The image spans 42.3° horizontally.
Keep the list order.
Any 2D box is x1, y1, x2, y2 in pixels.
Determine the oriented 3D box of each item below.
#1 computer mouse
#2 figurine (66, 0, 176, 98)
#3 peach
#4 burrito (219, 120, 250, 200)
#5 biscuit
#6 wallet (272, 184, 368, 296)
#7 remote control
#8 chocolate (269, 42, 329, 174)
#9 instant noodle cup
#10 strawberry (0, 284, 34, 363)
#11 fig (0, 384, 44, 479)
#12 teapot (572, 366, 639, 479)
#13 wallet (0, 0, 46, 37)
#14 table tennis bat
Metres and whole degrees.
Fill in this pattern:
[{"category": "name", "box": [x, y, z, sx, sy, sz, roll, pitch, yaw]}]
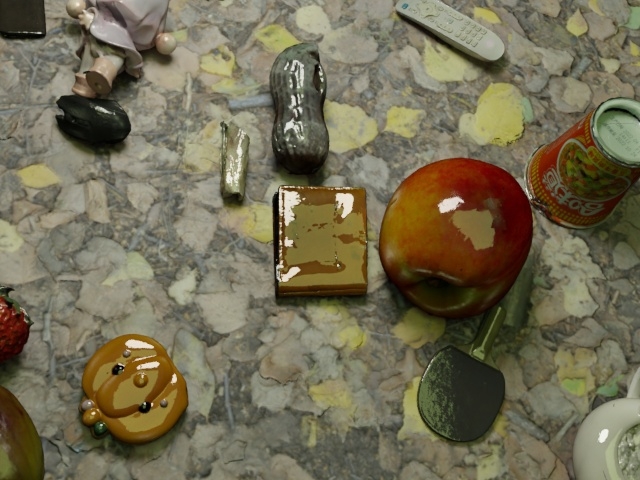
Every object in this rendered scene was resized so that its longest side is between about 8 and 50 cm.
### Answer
[{"category": "computer mouse", "box": [-0.383, -0.200, 1.378, 0.135, 0.047, 0.079, 15, 111, 3]}, {"category": "figurine", "box": [-0.348, -0.368, 1.422, 0.200, 0.133, 0.276, 19, 68, -7]}, {"category": "peach", "box": [0.237, -0.022, 1.377, 0.248, 0.245, 0.274, 36, 52, -26]}, {"category": "burrito", "box": [-0.148, -0.139, 1.420, 0.055, 0.041, 0.149, -2, 68, 3]}, {"category": "biscuit", "box": [-0.288, 0.227, 1.245, 0.170, 0.050, 0.170, 4, 68, -9]}, {"category": "wallet", "box": [0.001, 0.001, 1.398, 0.161, 0.042, 0.195, 0, 71, -6]}, {"category": "remote control", "box": [0.252, -0.410, 1.606, 0.229, 0.044, 0.073, 31, 63, 11]}, {"category": "chocolate", "box": [-0.039, -0.231, 1.446, 0.110, 0.110, 0.248, 4, 68, -10]}, {"category": "instant noodle cup", "box": [0.487, -0.142, 1.452, 0.193, 0.212, 0.193, 4, 69, -9]}, {"category": "strawberry", "box": [-0.505, 0.127, 1.205, 0.148, 0.131, 0.131, -28, 77, -28]}, {"category": "fig", "box": [-0.431, 0.307, 1.126, 0.274, 0.145, 0.170, 27, 66, 16]}, {"category": "teapot", "box": [0.507, 0.334, 1.306, 0.208, 0.166, 0.299, 9, 77, 5]}, {"category": "wallet", "box": [-0.533, -0.430, 1.472, 0.082, 0.018, 0.156, -6, 70, -14]}, {"category": "table tennis bat", "box": [0.250, 0.214, 1.371, 0.138, 0.022, 0.246, 28, 68, 1]}]
